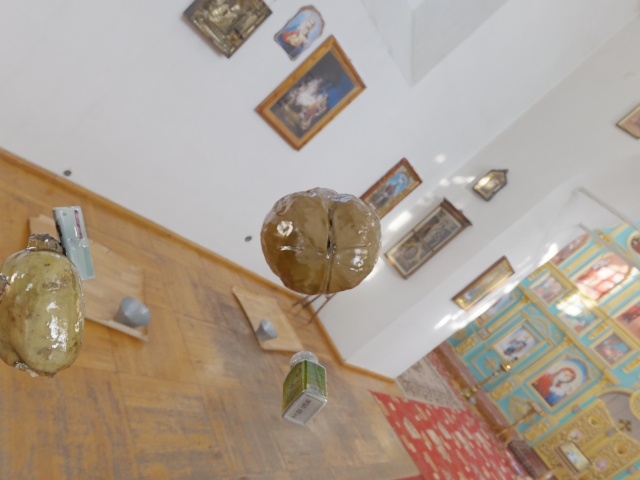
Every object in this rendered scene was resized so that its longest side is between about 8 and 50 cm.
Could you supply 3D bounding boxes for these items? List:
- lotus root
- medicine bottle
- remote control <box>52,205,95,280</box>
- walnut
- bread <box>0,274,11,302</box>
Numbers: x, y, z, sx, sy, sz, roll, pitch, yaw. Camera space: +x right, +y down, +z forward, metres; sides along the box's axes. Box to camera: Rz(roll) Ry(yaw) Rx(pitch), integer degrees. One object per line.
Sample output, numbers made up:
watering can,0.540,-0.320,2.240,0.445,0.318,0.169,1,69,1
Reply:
lotus root,-0.552,0.127,0.875,0.146,0.160,0.283,122,-32,-82
medicine bottle,-0.047,0.422,1.303,0.088,0.132,0.188,29,23,-17
remote control,-0.534,0.007,0.972,0.065,0.029,0.166,-17,99,-63
walnut,0.000,0.000,1.316,0.355,0.307,0.398,12,12,-4
bread,-0.584,0.045,0.528,0.195,0.148,0.344,41,-1,20
